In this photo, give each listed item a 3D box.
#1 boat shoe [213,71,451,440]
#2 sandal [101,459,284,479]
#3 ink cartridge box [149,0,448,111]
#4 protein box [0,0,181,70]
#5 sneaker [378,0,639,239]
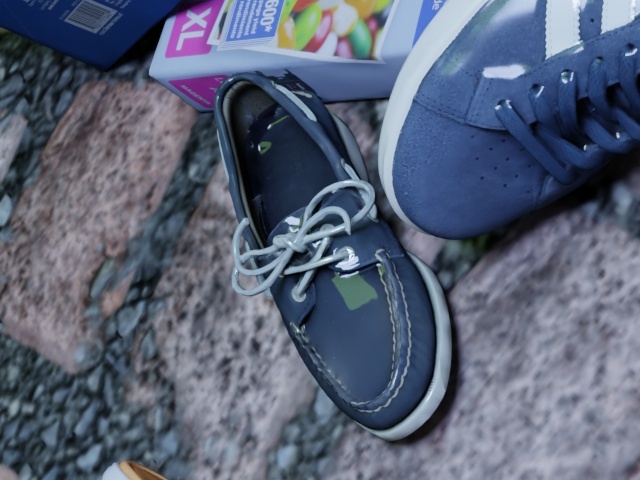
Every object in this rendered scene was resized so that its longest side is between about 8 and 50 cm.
[{"bbox_3d":[0.000,0.000,1.095,0.095,0.079,0.254,-36,46,21],"label":"boat shoe"},{"bbox_3d":[-0.027,0.151,1.013,0.265,0.102,0.076,31,91,50],"label":"sandal"},{"bbox_3d":[0.043,-0.177,1.179,0.311,0.065,0.185,1,67,41],"label":"ink cartridge box"},{"bbox_3d":[-0.181,-0.229,1.263,0.200,0.201,0.136,-26,44,65],"label":"protein box"},{"bbox_3d":[0.179,-0.095,0.948,0.350,0.131,0.148,-40,40,18],"label":"sneaker"}]
